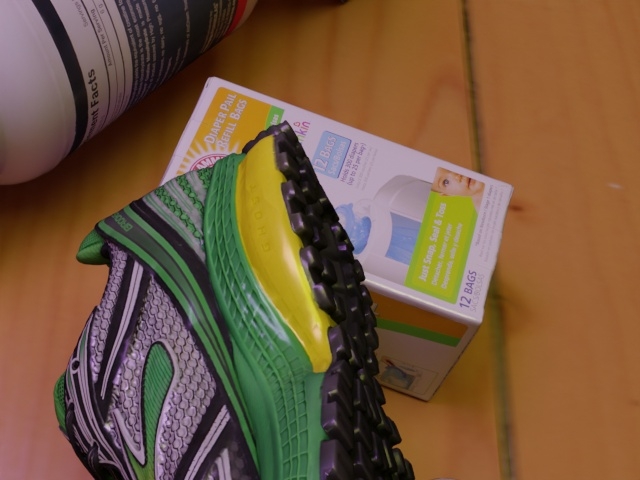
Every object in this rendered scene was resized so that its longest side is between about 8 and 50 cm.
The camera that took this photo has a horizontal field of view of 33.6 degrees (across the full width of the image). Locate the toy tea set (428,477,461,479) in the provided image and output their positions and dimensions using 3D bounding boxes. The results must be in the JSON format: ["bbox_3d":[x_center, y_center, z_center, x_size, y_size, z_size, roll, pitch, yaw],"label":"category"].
[{"bbox_3d":[-0.045,0.204,0.497,0.336,0.124,0.200,-36,71,-31],"label":"toy tea set"}]

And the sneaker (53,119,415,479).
[{"bbox_3d":[-0.038,0.102,0.469,0.146,0.134,0.343,-23,43,10],"label":"sneaker"}]

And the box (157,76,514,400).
[{"bbox_3d":[0.000,0.000,0.662,0.203,0.103,0.114,20,53,0],"label":"box"}]

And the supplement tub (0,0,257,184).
[{"bbox_3d":[-0.182,-0.156,0.667,0.191,0.191,0.272,37,55,12],"label":"supplement tub"}]
